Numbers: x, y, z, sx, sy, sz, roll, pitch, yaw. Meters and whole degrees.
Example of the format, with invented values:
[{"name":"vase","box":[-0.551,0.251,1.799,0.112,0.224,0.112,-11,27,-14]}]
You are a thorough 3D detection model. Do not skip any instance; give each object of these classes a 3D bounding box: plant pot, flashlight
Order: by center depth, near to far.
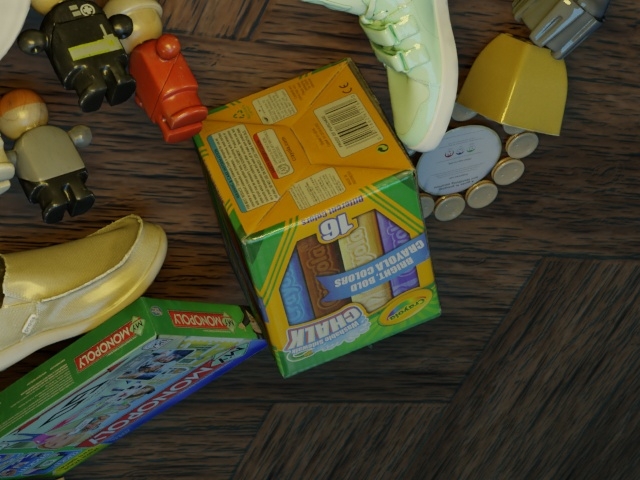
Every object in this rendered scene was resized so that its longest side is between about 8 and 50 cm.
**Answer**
[{"name":"flashlight","box":[0.312,-0.298,1.827,0.304,0.103,0.103,-44,139,18]},{"name":"plant pot","box":[0.200,-0.160,1.933,0.081,0.081,0.083,10,104,-36]}]

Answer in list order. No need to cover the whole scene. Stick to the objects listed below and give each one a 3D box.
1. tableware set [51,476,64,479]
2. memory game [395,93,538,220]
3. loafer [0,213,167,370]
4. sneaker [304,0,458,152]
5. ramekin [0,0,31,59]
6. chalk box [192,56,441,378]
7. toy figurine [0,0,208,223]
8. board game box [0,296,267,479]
[{"name":"tableware set","box":[-0.370,0.269,2.077,0.194,0.039,0.128,2,166,-12]},{"name":"memory game","box":[0.145,-0.088,2.032,0.186,0.012,0.186,-16,139,-14]},{"name":"loafer","box":[-0.274,0.048,1.875,0.268,0.102,0.092,-31,122,-4]},{"name":"sneaker","box":[0.038,-0.197,1.737,0.151,0.094,0.256,-11,106,-22]},{"name":"ramekin","box":[-0.366,-0.224,1.490,0.273,0.127,0.273,-13,142,-10]},{"name":"chalk box","box":[0.000,0.000,1.916,0.179,0.180,0.289,-21,139,-8]},{"name":"toy figurine","box":[-0.227,-0.131,1.652,0.209,0.148,0.213,-35,160,18]},{"name":"board game box","box":[-0.227,0.156,1.968,0.317,0.046,0.213,-33,160,25]}]
